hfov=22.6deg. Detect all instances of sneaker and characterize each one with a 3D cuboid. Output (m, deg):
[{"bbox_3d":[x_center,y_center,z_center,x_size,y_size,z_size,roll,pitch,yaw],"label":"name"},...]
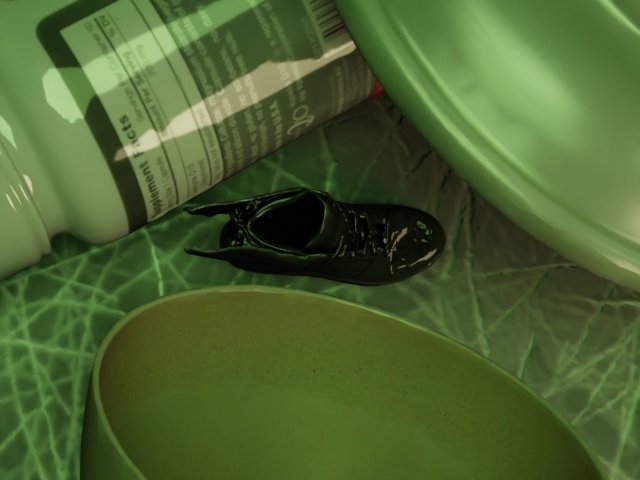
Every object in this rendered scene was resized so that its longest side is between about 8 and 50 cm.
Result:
[{"bbox_3d":[0.000,-0.003,0.959,0.170,0.089,0.051,0,81,-10],"label":"sneaker"}]

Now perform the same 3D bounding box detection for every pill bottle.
[{"bbox_3d":[-0.104,-0.098,0.918,0.283,0.161,0.161,-30,88,-13],"label":"pill bottle"}]

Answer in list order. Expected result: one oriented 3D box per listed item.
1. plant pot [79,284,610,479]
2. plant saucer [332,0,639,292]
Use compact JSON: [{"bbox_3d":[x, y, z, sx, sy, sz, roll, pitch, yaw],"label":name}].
[{"bbox_3d":[-0.006,0.178,0.862,0.284,0.284,0.191,15,114,-8],"label":"plant pot"},{"bbox_3d":[0.180,-0.158,0.906,0.400,0.100,0.400,20,50,-25],"label":"plant saucer"}]
